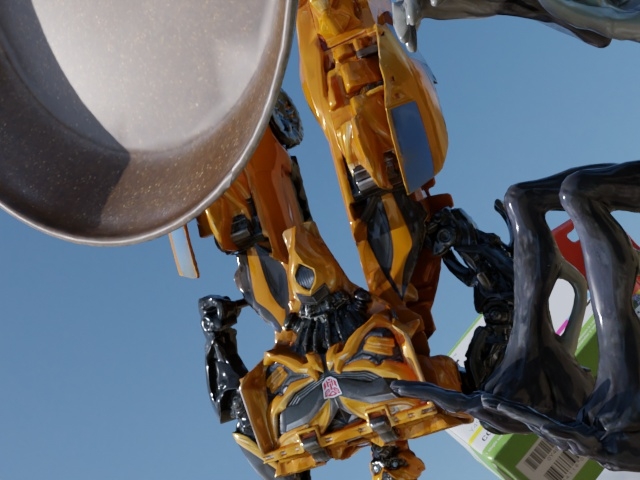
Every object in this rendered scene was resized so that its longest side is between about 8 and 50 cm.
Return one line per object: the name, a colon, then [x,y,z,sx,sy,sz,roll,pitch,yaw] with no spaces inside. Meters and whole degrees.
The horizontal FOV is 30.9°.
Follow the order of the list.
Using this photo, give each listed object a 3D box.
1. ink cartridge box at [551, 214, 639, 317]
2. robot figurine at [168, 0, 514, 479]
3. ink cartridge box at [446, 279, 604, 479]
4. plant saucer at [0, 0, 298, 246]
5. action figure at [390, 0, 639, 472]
ink cartridge box: [0.173,0.023,0.588,0.063,0.115,0.029,-27,-20,-42]
robot figurine: [0.000,0.000,0.641,0.211,0.291,0.085,-22,-15,25]
ink cartridge box: [0.164,0.091,0.985,0.097,0.255,0.189,42,-95,-27]
plant saucer: [-0.078,-0.097,0.382,0.036,0.199,0.198,-25,-34,-50]
action figure: [0.106,-0.065,0.396,0.164,0.141,0.275,179,108,-75]
